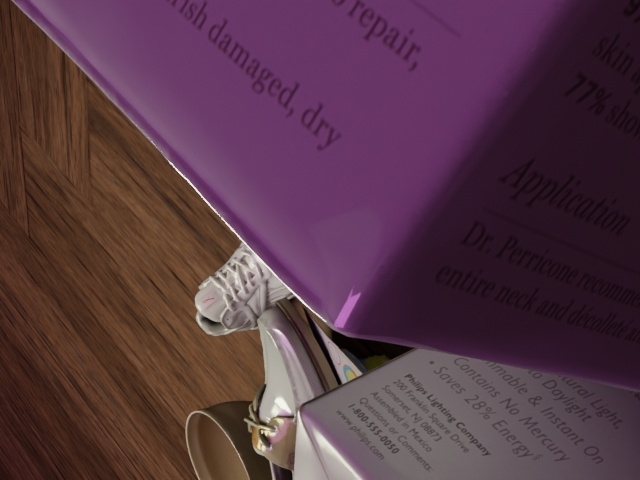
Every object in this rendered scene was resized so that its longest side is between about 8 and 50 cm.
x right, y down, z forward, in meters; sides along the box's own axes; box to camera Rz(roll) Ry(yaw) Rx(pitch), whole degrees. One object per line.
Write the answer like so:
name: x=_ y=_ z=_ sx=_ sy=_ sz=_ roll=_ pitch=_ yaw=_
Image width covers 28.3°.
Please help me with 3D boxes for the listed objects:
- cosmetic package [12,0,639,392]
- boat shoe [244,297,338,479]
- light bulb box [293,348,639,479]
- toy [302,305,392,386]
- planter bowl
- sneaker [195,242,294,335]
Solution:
cosmetic package: x=0.115 y=-0.182 z=0.594 sx=0.327 sy=0.329 sz=0.393 roll=45 pitch=106 yaw=36
boat shoe: x=-0.028 y=0.209 z=1.419 sx=0.113 sy=0.103 sz=0.302 roll=-133 pitch=24 yaw=-61
light bulb box: x=0.225 y=0.211 z=0.797 sx=0.358 sy=0.361 sz=0.225 roll=44 pitch=144 yaw=36
toy: x=0.068 y=0.168 z=1.325 sx=0.237 sy=0.056 sz=0.136 roll=50 pitch=161 yaw=49
planter bowl: x=-0.083 y=0.269 z=1.598 sx=0.162 sy=0.109 sz=0.162 roll=36 pitch=137 yaw=43
sneaker: x=-0.083 y=0.051 z=1.446 sx=0.090 sy=0.115 sz=0.232 roll=55 pitch=148 yaw=21
